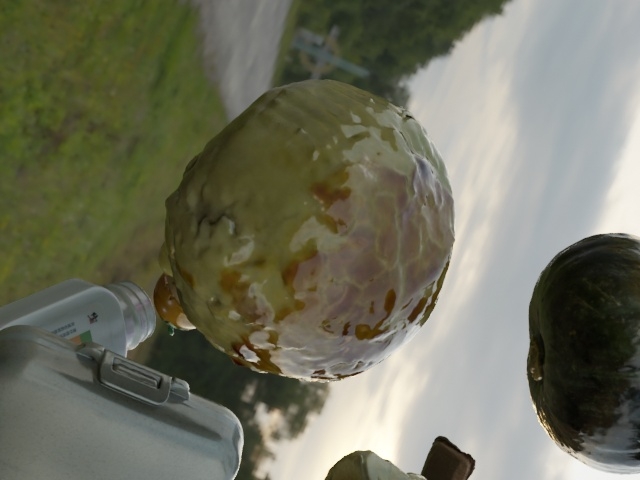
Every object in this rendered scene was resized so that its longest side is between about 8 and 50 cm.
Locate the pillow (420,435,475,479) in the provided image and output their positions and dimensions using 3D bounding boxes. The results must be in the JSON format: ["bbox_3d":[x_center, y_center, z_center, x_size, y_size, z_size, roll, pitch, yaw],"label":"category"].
[{"bbox_3d":[0.200,0.459,2.280,0.135,0.034,0.211,27,-86,58],"label":"pillow"}]

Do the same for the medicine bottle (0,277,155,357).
[{"bbox_3d":[-0.420,0.166,2.071,0.324,0.124,0.179,-25,119,-46],"label":"medicine bottle"}]

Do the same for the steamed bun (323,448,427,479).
[{"bbox_3d":[0.098,0.400,1.897,0.141,0.155,0.172,-39,-125,49],"label":"steamed bun"}]

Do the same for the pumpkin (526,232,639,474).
[{"bbox_3d":[0.561,0.207,2.395,0.454,0.344,0.454,-3,90,-87],"label":"pumpkin"}]

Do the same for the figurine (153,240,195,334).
[{"bbox_3d":[-0.170,0.058,2.054,0.222,0.124,0.324,-37,158,15],"label":"figurine"}]

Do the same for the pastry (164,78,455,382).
[{"bbox_3d":[0.000,0.000,1.584,0.388,0.313,0.388,-42,162,-18],"label":"pastry"}]

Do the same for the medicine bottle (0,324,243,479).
[{"bbox_3d":[-0.306,0.274,1.722,0.282,0.375,0.123,-56,-163,28],"label":"medicine bottle"}]
